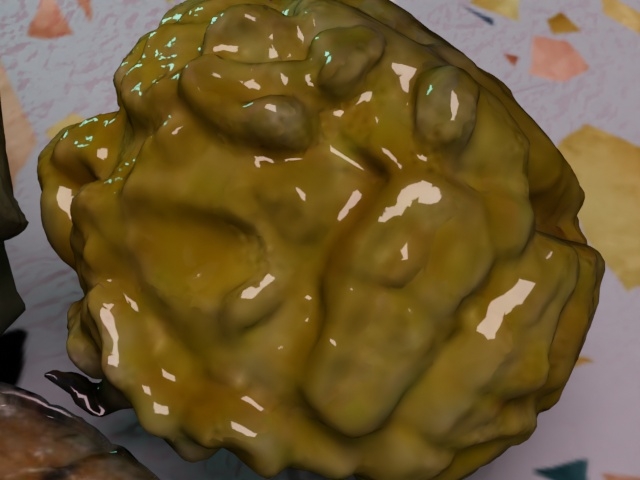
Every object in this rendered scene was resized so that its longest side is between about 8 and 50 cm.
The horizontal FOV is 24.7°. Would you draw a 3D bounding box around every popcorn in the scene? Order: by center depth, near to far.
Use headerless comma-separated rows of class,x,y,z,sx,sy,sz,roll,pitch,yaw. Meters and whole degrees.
popcorn,-0.004,0.006,0.637,0.249,0.249,0.225,35,88,17

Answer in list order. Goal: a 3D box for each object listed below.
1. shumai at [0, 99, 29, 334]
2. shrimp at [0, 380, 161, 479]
shumai,-0.277,-0.064,0.603,0.348,0.395,0.395,45,61,-1
shrimp,-0.228,0.155,0.596,0.365,0.071,0.233,-4,47,-7
